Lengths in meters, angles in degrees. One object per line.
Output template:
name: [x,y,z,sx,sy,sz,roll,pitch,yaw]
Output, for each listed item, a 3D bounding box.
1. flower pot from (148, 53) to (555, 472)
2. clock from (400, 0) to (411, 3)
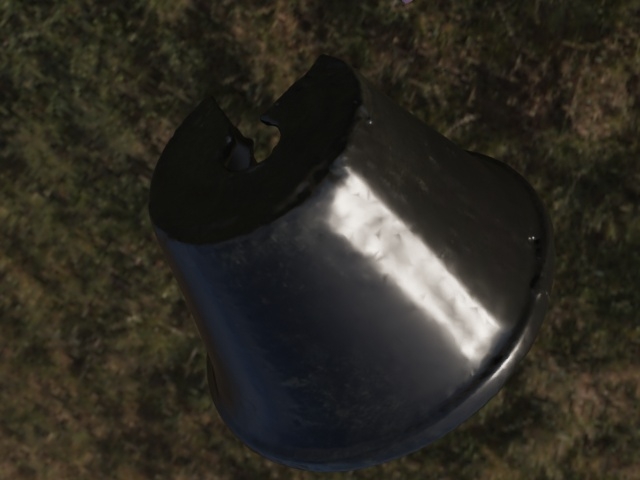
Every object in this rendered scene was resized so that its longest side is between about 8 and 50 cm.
flower pot: [0.000,0.000,1.106,0.379,0.379,0.251,-6,140,31]
clock: [0.070,-0.272,0.969,0.050,0.110,0.153,34,166,22]
